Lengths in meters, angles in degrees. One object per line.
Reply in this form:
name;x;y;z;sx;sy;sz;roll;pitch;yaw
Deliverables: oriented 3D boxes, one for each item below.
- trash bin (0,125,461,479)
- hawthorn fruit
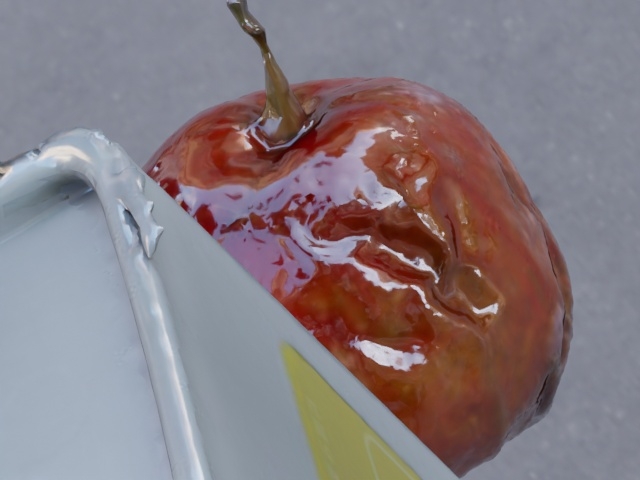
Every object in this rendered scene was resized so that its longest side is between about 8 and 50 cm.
trash bin;-0.051;0.175;0.631;0.296;0.368;0.256;-29;42;10
hawthorn fruit;0.000;0.000;1.006;0.242;0.272;0.242;-17;17;5
